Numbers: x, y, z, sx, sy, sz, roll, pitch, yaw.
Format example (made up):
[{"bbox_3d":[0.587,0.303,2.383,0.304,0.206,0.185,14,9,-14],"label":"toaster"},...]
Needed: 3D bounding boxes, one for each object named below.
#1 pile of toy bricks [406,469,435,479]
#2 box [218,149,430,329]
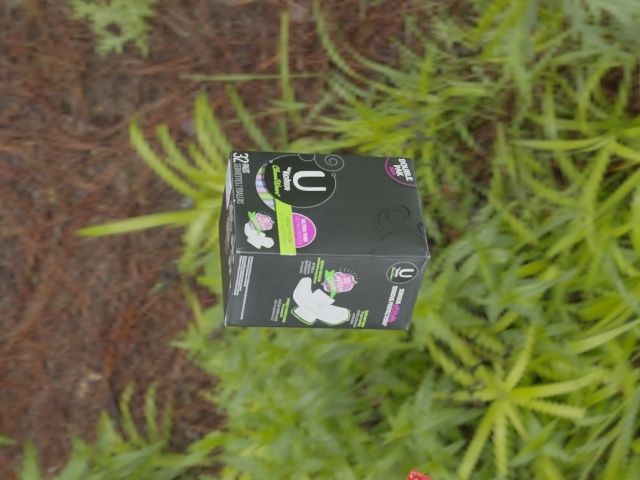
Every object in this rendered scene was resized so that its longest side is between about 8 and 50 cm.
[{"bbox_3d":[0.024,0.199,0.570,0.118,0.105,0.212,23,75,42],"label":"pile of toy bricks"},{"bbox_3d":[0.000,0.000,0.730,0.083,0.062,0.052,3,139,-10],"label":"box"}]
